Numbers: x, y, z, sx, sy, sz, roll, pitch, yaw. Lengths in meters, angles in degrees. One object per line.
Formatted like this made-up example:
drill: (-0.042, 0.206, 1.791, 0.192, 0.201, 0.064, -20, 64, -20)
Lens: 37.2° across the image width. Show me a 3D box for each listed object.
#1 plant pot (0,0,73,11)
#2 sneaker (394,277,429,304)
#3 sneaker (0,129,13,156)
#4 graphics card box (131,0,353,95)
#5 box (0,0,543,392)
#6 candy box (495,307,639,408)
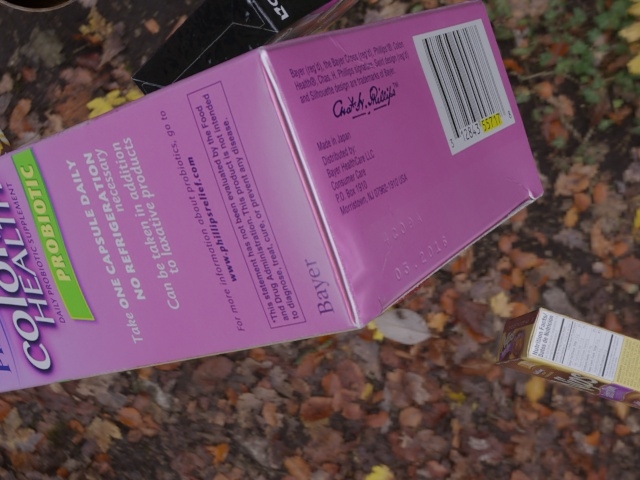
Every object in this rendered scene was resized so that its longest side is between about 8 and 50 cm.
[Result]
plant pot: (-0.459, -0.433, 1.366, 0.215, 0.230, 0.215, -7, 102, -37)
sneaker: (0.000, 0.000, 0.865, 0.225, 0.088, 0.092, 17, 55, -18)
sneaker: (-0.453, -0.129, 1.274, 0.070, 0.185, 0.084, -30, 134, -2)
graphics card box: (-0.057, -0.300, 1.257, 0.094, 0.233, 0.371, 53, 40, -5)
box: (-0.042, -0.025, 0.508, 0.213, 0.243, 0.117, -29, 101, -53)
candy box: (0.275, 0.121, 0.918, 0.187, 0.109, 0.053, 19, 78, -1)
